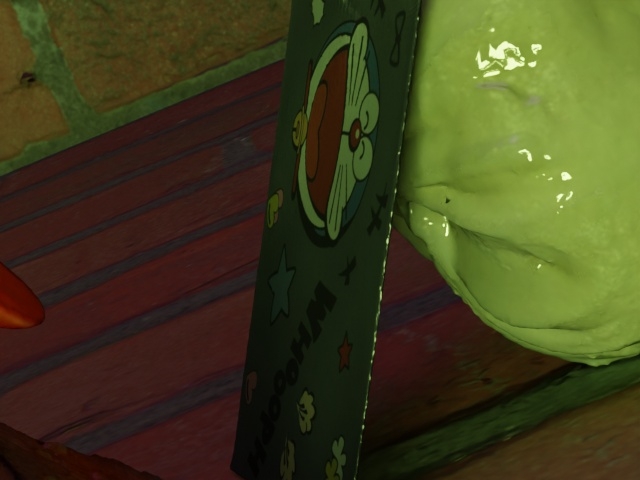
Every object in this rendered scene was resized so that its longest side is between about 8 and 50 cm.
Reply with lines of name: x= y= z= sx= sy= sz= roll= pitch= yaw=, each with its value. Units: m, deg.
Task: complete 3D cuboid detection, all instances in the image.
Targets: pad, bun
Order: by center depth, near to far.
pad: x=0.000 y=0.000 z=0.850 sx=0.006 sy=0.245 sz=0.170 roll=7 pitch=3 yaw=-21
bun: x=0.091 y=-0.056 z=0.882 sx=0.160 sy=0.259 sz=0.259 roll=-23 pitch=12 yaw=-2

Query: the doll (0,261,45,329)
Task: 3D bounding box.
doll: x=-0.254 y=0.157 z=0.701 sx=0.384 sy=0.099 sz=0.188 roll=-34 pitch=35 yaw=19

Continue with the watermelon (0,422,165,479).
watermelon: x=-0.105 y=0.141 z=0.741 sx=0.193 sy=0.145 sz=0.137 roll=-19 pitch=56 yaw=36
